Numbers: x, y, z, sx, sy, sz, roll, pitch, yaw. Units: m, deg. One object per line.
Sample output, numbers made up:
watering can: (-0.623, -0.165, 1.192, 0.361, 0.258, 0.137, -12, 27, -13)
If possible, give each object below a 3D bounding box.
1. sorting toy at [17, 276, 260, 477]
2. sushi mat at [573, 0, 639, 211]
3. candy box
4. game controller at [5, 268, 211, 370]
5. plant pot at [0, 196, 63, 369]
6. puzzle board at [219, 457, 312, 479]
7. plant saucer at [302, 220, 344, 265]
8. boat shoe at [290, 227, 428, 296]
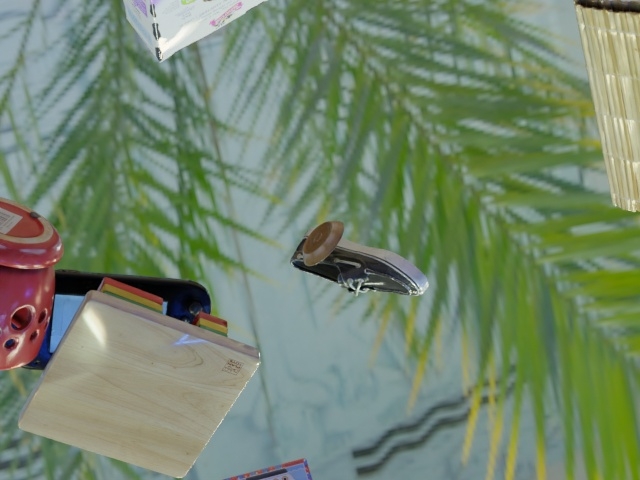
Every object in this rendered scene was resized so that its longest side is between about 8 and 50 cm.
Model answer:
sorting toy: (-0.257, 0.188, 1.921, 0.257, 0.255, 0.089, 21, -149, -20)
sushi mat: (0.345, -0.121, 1.362, 0.151, 0.316, 0.019, 11, -122, 27)
candy box: (-0.116, -0.289, 1.346, 0.165, 0.070, 0.196, -33, 160, -16)
game controller: (-0.334, 0.132, 2.143, 0.319, 0.166, 0.067, 5, -170, -13)
plant pot: (-0.424, 0.047, 1.727, 0.191, 0.174, 0.191, 22, -161, -8)
puzzle board: (-0.060, 0.256, 1.218, 0.128, 0.096, 0.011, -12, 162, -17)
plant saucer: (0.000, 0.000, 2.010, 0.083, 0.015, 0.083, -38, -154, 23)
boat shoe: (0.057, 0.050, 2.045, 0.219, 0.077, 0.070, 18, -121, 29)
